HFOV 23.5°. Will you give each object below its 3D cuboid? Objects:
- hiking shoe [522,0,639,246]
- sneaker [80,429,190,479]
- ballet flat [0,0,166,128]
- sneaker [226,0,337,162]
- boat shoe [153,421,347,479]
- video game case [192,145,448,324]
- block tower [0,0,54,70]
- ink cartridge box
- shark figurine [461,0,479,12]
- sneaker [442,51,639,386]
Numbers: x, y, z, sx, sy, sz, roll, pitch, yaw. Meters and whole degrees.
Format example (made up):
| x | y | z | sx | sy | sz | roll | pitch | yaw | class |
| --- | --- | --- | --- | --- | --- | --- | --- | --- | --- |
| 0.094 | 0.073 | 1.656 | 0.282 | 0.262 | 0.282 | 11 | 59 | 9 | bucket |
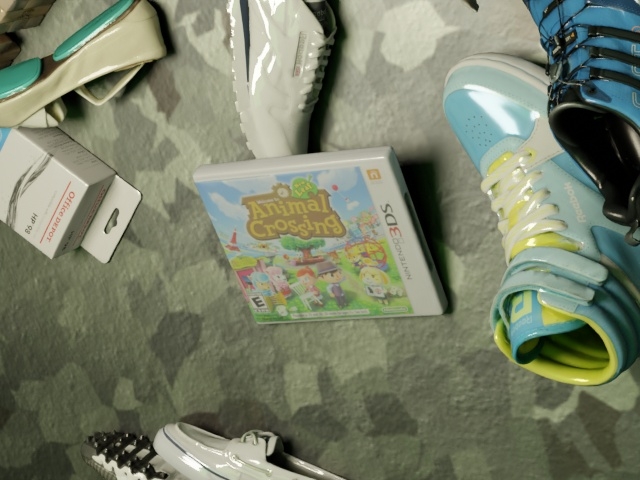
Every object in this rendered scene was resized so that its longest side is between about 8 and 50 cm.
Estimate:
| x | y | z | sx | sy | sz | roll | pitch | yaw | class |
| --- | --- | --- | --- | --- | --- | --- | --- | --- | --- |
| 0.239 | -0.143 | 1.300 | 0.304 | 0.132 | 0.113 | 61 | 140 | 22 | hiking shoe |
| -0.169 | 0.292 | 1.692 | 0.234 | 0.078 | 0.106 | 23 | 111 | 16 | sneaker |
| -0.267 | -0.162 | 1.588 | 0.248 | 0.086 | 0.086 | -27 | 92 | 14 | ballet flat |
| -0.031 | -0.176 | 1.489 | 0.094 | 0.090 | 0.235 | -3 | 106 | 15 | sneaker |
| -0.064 | 0.237 | 1.635 | 0.226 | 0.083 | 0.076 | 26 | 103 | 4 | boat shoe |
| 0.000 | 0.000 | 1.517 | 0.212 | 0.023 | 0.193 | -4 | 125 | 26 | video game case |
| -0.360 | -0.238 | 1.620 | 0.097 | 0.091 | 0.335 | 45 | 118 | 8 | block tower |
| -0.293 | -0.056 | 1.658 | 0.180 | 0.060 | 0.104 | 36 | 116 | 12 | ink cartridge box |
| 0.096 | -0.350 | 1.361 | 0.166 | 0.116 | 0.278 | 10 | 107 | 24 | shark figurine |
| 0.188 | -0.013 | 1.349 | 0.319 | 0.208 | 0.127 | 47 | 140 | 6 | sneaker |
